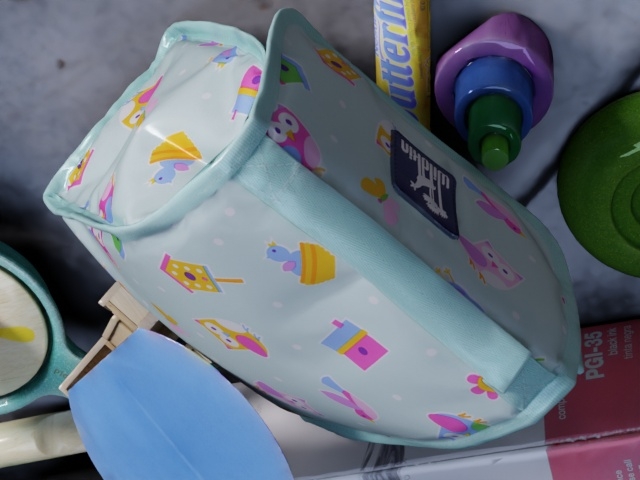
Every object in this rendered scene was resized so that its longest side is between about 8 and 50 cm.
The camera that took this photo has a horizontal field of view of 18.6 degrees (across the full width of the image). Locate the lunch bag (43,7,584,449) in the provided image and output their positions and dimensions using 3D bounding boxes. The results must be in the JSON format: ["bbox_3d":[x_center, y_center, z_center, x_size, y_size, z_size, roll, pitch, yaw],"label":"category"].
[{"bbox_3d":[0.000,0.000,1.013,0.223,0.262,0.160,40,79,-19],"label":"lunch bag"}]

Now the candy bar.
[{"bbox_3d":[0.044,-0.122,1.069,0.040,0.018,0.161,17,128,27],"label":"candy bar"}]

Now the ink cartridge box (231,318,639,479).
[{"bbox_3d":[0.082,0.178,1.220,0.283,0.117,0.207,-9,124,12],"label":"ink cartridge box"}]

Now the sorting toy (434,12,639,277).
[{"bbox_3d":[0.215,0.012,1.085,0.365,0.126,0.127,32,123,-17],"label":"sorting toy"}]

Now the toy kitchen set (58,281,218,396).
[{"bbox_3d":[-0.108,0.076,1.129,0.068,0.083,0.075,40,86,10],"label":"toy kitchen set"}]

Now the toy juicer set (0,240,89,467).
[{"bbox_3d":[-0.247,0.068,1.198,0.209,0.089,0.329,-31,117,24],"label":"toy juicer set"}]

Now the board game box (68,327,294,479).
[{"bbox_3d":[-0.071,0.110,1.101,0.133,0.033,0.168,50,141,0],"label":"board game box"}]
